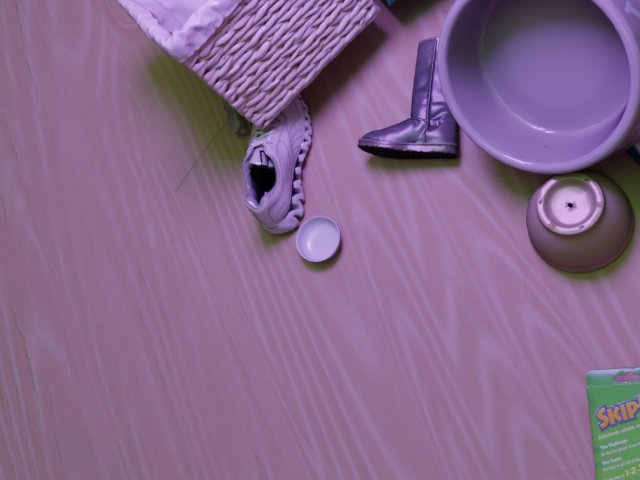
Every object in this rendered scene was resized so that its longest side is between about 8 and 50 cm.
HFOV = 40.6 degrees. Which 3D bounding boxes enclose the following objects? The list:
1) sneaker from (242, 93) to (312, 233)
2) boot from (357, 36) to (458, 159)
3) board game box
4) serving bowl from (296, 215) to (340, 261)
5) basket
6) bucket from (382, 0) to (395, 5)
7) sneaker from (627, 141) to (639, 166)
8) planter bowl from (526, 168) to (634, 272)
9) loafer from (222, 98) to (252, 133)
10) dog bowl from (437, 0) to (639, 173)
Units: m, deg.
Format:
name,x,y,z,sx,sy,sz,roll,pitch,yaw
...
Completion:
name,x,y,z,sx,sy,sz,roll,pitch,yaw
sneaker,-0.085,-0.164,1.555,0.110,0.118,0.292,-9,70,24
boot,0.165,-0.246,1.486,0.189,0.076,0.209,4,83,11
board game box,0.449,0.308,1.217,0.124,0.039,0.260,-8,75,22
serving bowl,0.000,0.000,1.517,0.083,0.027,0.083,-7,73,22
basket,-0.135,-0.423,1.517,0.331,0.266,0.328,-45,44,2
bucket,0.116,-0.556,1.492,0.183,0.281,0.281,-37,63,9
sneaker,0.540,-0.105,1.267,0.092,0.087,0.229,-36,66,9
planter bowl,0.384,-0.041,1.306,0.162,0.109,0.162,-7,73,23
loafer,-0.161,-0.257,1.665,0.045,0.039,0.125,-41,54,47
dog bowl,0.323,-0.252,1.242,0.348,0.349,0.102,22,42,28
